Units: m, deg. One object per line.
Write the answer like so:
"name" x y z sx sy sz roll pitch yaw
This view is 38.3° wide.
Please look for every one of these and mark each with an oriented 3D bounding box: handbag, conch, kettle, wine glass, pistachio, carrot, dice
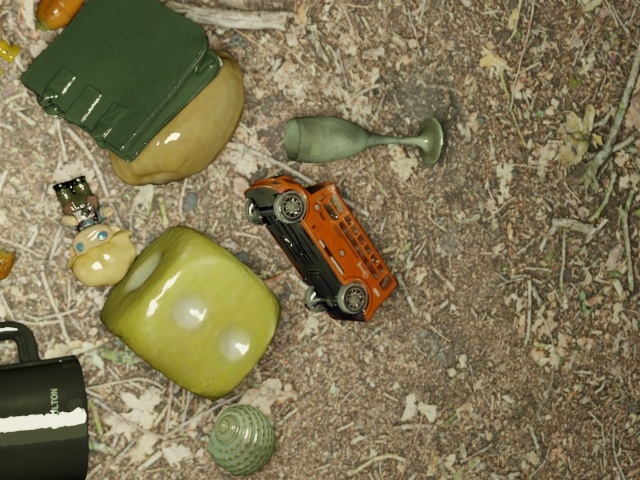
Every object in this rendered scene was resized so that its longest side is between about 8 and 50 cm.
"handbag" -0.331 -0.282 1.536 0.247 0.079 0.260 34 79 20
"conch" -0.145 0.389 1.755 0.135 0.102 0.153 -44 112 1
"kettle" -0.546 0.279 1.505 0.308 0.203 0.262 -2 98 -22
"wine glass" 0.118 -0.167 1.732 0.309 0.264 0.096 -2 112 -25
"pistachio" -0.245 -0.208 1.617 0.181 0.162 0.293 39 79 8
"carrot" -0.390 -0.456 1.584 0.066 0.062 0.271 38 73 10
"dice" -0.225 0.126 1.613 0.233 0.238 0.227 42 79 -23

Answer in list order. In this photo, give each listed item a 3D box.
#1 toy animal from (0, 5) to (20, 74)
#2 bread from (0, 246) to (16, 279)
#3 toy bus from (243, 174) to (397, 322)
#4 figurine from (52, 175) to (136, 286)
"toy animal" -0.591 -0.347 1.456 0.230 0.156 0.156 36 80 -27
"bread" -0.600 0.033 1.506 0.187 0.103 0.065 1 94 -27
"toy bus" 0.000 0.000 1.764 0.153 0.143 0.329 -44 110 -25
"figurine" -0.395 -0.015 1.599 0.114 0.108 0.196 -22 98 -25
